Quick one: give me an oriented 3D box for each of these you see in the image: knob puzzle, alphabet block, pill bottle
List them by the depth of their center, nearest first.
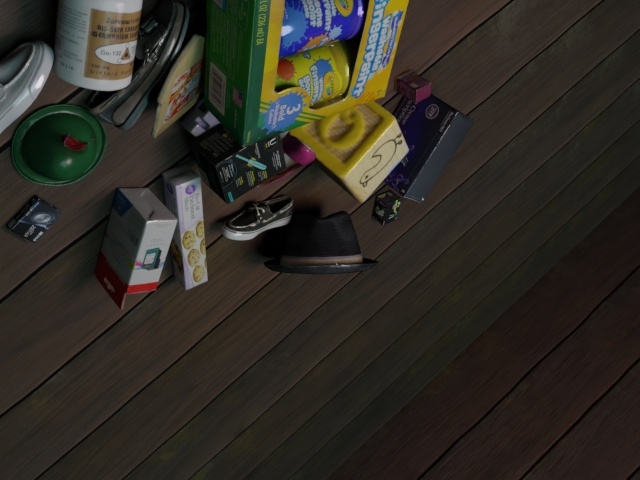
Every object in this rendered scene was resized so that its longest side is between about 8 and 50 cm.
[{"bbox_3d":[-0.364,-0.376,1.167,0.131,0.131,0.229,-11,130,-41],"label":"pill bottle"},{"bbox_3d":[-0.266,-0.311,1.347,0.213,0.030,0.213,-60,178,-4],"label":"knob puzzle"},{"bbox_3d":[0.072,-0.238,1.695,0.192,0.193,0.197,-50,158,1],"label":"alphabet block"}]

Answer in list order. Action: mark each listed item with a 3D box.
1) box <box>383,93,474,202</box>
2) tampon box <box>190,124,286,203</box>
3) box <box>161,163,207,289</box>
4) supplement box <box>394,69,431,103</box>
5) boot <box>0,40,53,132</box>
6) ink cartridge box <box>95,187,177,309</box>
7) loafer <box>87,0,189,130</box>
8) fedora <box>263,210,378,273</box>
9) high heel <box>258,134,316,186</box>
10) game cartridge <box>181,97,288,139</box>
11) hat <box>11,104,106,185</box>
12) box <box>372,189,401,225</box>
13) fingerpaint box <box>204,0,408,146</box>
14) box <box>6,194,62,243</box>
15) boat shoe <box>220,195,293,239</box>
[{"bbox_3d":[0.261,-0.263,1.915,0.103,0.184,0.261,10,115,-52],"label":"box"},{"bbox_3d":[-0.171,-0.181,1.500,0.161,0.101,0.120,-34,144,-20],"label":"tampon box"},{"bbox_3d":[-0.310,-0.023,1.634,0.067,0.063,0.324,-26,140,-30],"label":"box"},{"bbox_3d":[0.241,-0.402,1.845,0.055,0.083,0.043,-29,141,-23],"label":"supplement box"},{"bbox_3d":[-0.552,-0.240,1.133,0.258,0.095,0.123,-51,145,0],"label":"boot"},{"bbox_3d":[-0.399,0.018,1.516,0.078,0.134,0.231,-6,129,-45],"label":"ink cartridge box"},{"bbox_3d":[-0.333,-0.325,1.292,0.084,0.096,0.267,16,114,-45],"label":"loafer"},{"bbox_3d":[0.000,0.000,1.854,0.334,0.334,0.153,-4,94,-45],"label":"fedora"},{"bbox_3d":[-0.088,-0.171,1.611,0.082,0.244,0.117,40,81,-21],"label":"high heel"},{"bbox_3d":[-0.118,-0.323,1.556,0.355,0.068,0.230,-48,150,0],"label":"game cartridge"},{"bbox_3d":[-0.444,-0.132,1.274,0.208,0.183,0.173,19,110,-53],"label":"hat"},{"bbox_3d":[0.199,-0.099,2.125,0.062,0.052,0.083,-23,140,-32],"label":"box"},{"bbox_3d":[-0.015,-0.435,1.319,0.371,0.163,0.445,-25,147,-30],"label":"fingerpaint box"},{"bbox_3d":[-0.559,-0.041,1.385,0.083,0.018,0.067,-47,145,-2],"label":"box"},{"bbox_3d":[-0.156,-0.063,1.760,0.219,0.077,0.070,-23,140,-44],"label":"boat shoe"}]
